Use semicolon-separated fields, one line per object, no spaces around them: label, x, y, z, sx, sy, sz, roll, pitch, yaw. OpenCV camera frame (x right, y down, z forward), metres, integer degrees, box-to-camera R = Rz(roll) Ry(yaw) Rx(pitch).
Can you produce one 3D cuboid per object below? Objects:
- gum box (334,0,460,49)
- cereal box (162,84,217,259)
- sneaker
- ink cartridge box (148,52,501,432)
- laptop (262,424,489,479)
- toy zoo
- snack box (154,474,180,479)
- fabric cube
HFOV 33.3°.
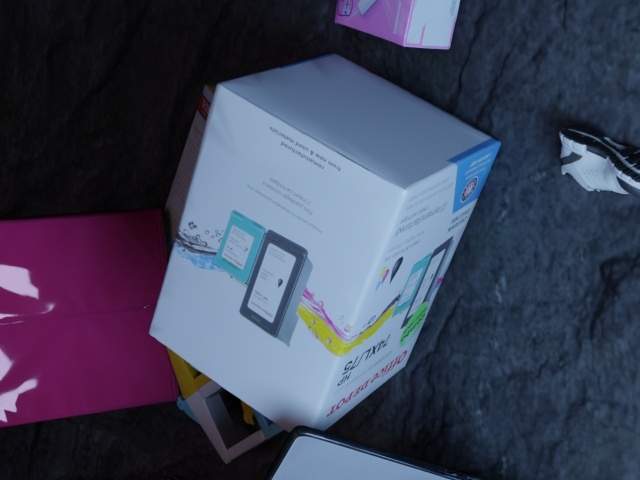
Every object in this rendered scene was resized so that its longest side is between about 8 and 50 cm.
gum box;0.084;-0.284;1.005;0.107;0.062;0.188;31;117;46
cereal box;-0.117;-0.044;1.300;0.173;0.047;0.240;50;130;36
sneaker;0.236;-0.055;0.863;0.109;0.040;0.043;42;142;46
ink cartridge box;0.000;0.000;0.993;0.197;0.198;0.270;31;121;21
laptop;0.092;0.419;0.943;0.236;0.408;0.382;-87;20;-54
toy zoo;-0.090;0.141;1.253;0.293;0.030;0.192;-37;76;42
snack box;-0.201;0.455;1.444;0.207;0.070;0.174;54;132;35
fabric cube;-0.357;0.095;1.405;0.254;0.258;0.259;-5;90;64
